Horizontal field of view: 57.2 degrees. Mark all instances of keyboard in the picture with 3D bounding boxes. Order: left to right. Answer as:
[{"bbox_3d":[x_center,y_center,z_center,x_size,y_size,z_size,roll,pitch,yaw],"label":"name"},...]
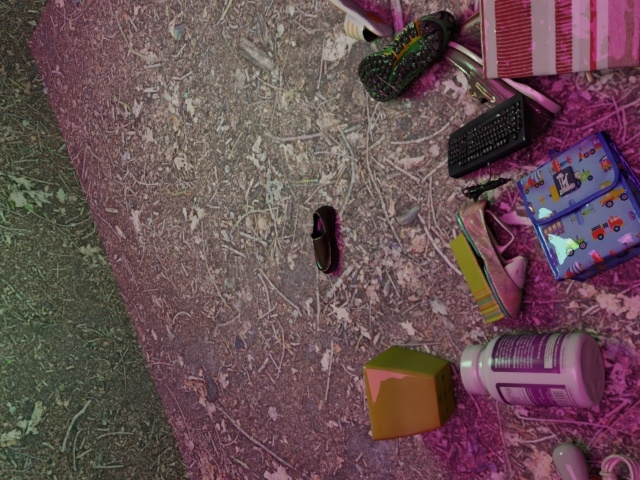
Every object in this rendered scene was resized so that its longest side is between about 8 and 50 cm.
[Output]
[{"bbox_3d":[0.393,-0.204,1.403,0.317,0.033,0.201,153,112,-70],"label":"keyboard"}]

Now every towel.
[{"bbox_3d":[0.406,0.098,1.520,0.102,0.021,0.237,115,133,-72],"label":"towel"},{"bbox_3d":[0.492,-0.467,1.222,0.329,0.037,0.237,6,110,40],"label":"towel"}]

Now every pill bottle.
[{"bbox_3d":[0.498,0.309,1.407,0.301,0.169,0.169,-11,90,42],"label":"pill bottle"}]

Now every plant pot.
[{"bbox_3d":[0.258,0.421,1.627,0.187,0.212,0.212,-6,93,30],"label":"plant pot"}]

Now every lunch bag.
[{"bbox_3d":[0.589,-0.084,1.310,0.221,0.138,0.293,-39,59,40],"label":"lunch bag"}]

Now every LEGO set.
[{"bbox_3d":[0.495,-0.186,1.424,0.054,0.023,0.083,-18,85,42],"label":"LEGO set"}]

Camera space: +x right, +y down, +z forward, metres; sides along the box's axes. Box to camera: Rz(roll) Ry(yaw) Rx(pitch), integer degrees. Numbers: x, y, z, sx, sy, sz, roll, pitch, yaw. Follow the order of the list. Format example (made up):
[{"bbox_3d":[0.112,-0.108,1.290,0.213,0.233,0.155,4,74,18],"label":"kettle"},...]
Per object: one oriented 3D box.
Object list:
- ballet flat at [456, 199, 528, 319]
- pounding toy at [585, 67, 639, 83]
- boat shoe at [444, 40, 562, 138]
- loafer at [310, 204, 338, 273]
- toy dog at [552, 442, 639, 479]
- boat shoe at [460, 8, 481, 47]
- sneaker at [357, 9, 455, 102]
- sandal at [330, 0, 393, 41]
[{"bbox_3d":[0.446,0.037,1.458,0.106,0.107,0.316,-30,77,27],"label":"ballet flat"},{"bbox_3d":[0.624,-0.412,1.226,0.206,0.094,0.181,35,120,35],"label":"pounding toy"},{"bbox_3d":[0.416,-0.367,1.409,0.324,0.116,0.096,42,119,23],"label":"boat shoe"},{"bbox_3d":[0.000,0.000,1.862,0.080,0.078,0.220,0,97,42],"label":"loafer"},{"bbox_3d":[0.667,0.640,1.352,0.220,0.161,0.333,-15,72,45],"label":"toy dog"},{"bbox_3d":[0.474,-0.542,1.339,0.324,0.123,0.116,-12,58,40],"label":"boat shoe"},{"bbox_3d":[0.230,-0.481,1.559,0.134,0.146,0.343,56,147,-9],"label":"sneaker"},{"bbox_3d":[0.103,-0.615,1.665,0.265,0.102,0.076,49,127,36],"label":"sandal"}]
